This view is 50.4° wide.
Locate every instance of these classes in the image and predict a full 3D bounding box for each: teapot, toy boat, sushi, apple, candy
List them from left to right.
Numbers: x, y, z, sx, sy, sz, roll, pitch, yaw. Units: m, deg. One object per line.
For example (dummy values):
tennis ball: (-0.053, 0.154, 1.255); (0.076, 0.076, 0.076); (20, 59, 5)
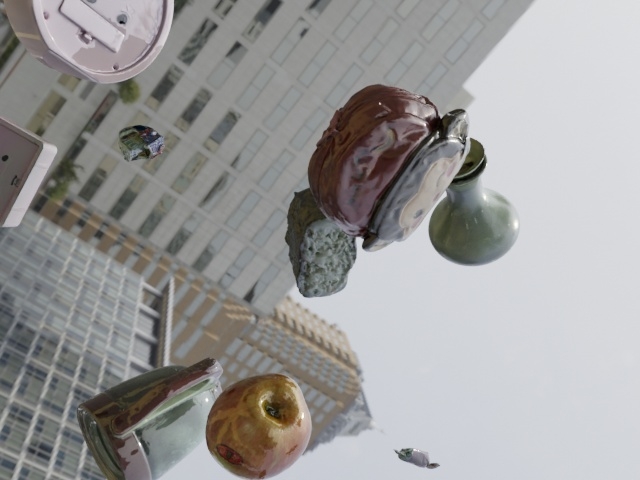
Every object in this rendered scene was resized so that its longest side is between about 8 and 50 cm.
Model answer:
toy boat: (-0.172, -0.089, 0.637); (0.083, 0.038, 0.038); (8, -115, 56)
teapot: (-0.356, 0.383, 1.544); (0.312, 0.233, 0.315); (-29, 162, -35)
apple: (-0.084, 0.258, 0.958); (0.146, 0.146, 0.131); (-79, -167, -46)
sushi: (0.000, 0.000, 1.342); (0.127, 0.124, 0.225); (-113, -161, -46)
candy: (0.252, 0.571, 1.794); (0.045, 0.175, 0.043); (-14, -124, 41)
teapot: (0.284, -0.074, 1.323); (0.183, 0.251, 0.184); (-13, -134, 14)

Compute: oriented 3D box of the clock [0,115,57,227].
clock: (-0.651, -0.142, 1.393); (0.197, 0.150, 0.063); (-61, 174, 3)

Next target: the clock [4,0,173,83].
clock: (-0.277, -0.296, 0.830); (0.068, 0.197, 0.197); (22, -105, 35)

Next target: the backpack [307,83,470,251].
backpack: (0.079, -0.102, 0.882); (0.229, 0.229, 0.139); (-52, -127, 6)
